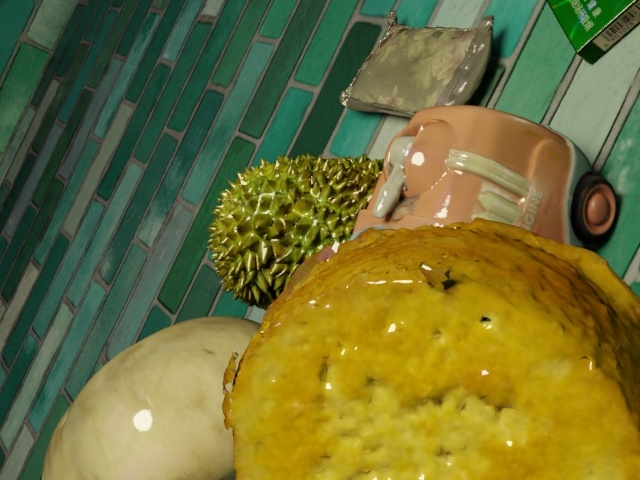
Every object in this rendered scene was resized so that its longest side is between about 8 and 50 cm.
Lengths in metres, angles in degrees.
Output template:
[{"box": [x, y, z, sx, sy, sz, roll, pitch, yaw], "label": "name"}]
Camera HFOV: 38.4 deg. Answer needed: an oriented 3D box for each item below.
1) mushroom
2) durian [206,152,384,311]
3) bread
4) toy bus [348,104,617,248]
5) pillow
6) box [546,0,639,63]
[{"box": [-0.168, 0.261, 1.091, 0.353, 0.325, 0.353, -20, 45, 22], "label": "mushroom"}, {"box": [0.002, -0.003, 1.101, 0.291, 0.291, 0.224, -16, 46, 48], "label": "durian"}, {"box": [0.107, 0.180, 0.744, 0.398, 0.215, 0.398, 4, 100, 19], "label": "bread"}, {"box": [0.143, -0.003, 0.928, 0.194, 0.232, 0.287, 13, 78, 52], "label": "toy bus"}, {"box": [0.133, -0.225, 1.225, 0.255, 0.059, 0.169, 28, 92, 57], "label": "pillow"}, {"box": [0.355, -0.315, 1.002, 0.235, 0.034, 0.132, -42, 41, 30], "label": "box"}]
